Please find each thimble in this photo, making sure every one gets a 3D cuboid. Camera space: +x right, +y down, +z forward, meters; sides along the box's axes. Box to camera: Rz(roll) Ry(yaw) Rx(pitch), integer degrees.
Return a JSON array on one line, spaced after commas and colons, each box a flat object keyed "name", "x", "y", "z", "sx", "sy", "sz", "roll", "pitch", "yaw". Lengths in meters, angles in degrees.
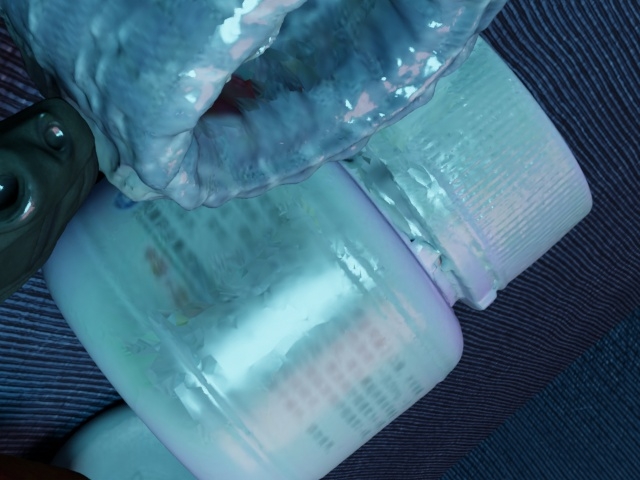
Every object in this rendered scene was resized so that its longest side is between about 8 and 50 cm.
[{"name": "thimble", "x": -0.035, "y": -0.134, "z": 0.682, "sx": 0.236, "sy": 0.172, "sz": 0.205, "roll": -37, "pitch": 158, "yaw": -12}]

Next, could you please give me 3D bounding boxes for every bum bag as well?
[{"name": "bum bag", "x": -0.200, "y": 0.017, "z": 0.690, "sx": 0.142, "sy": 0.079, "sz": 0.326, "roll": -28, "pitch": -179, "yaw": -33}]

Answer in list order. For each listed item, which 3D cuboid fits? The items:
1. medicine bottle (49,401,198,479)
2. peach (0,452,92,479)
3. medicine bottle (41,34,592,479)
[{"name": "medicine bottle", "x": -0.141, "y": 0.303, "z": 1.342, "sx": 0.245, "sy": 0.245, "sz": 0.306, "roll": -32, "pitch": 160, "yaw": -20}, {"name": "peach", "x": -0.314, "y": 0.254, "z": 1.008, "sx": 0.362, "sy": 0.201, "sz": 0.257, "roll": -44, "pitch": 147, "yaw": -55}, {"name": "medicine bottle", "x": 0.000, "y": 0.000, "z": 0.925, "sx": 0.302, "sy": 0.241, "sz": 0.241, "roll": -39, "pitch": 161, "yaw": -2}]
